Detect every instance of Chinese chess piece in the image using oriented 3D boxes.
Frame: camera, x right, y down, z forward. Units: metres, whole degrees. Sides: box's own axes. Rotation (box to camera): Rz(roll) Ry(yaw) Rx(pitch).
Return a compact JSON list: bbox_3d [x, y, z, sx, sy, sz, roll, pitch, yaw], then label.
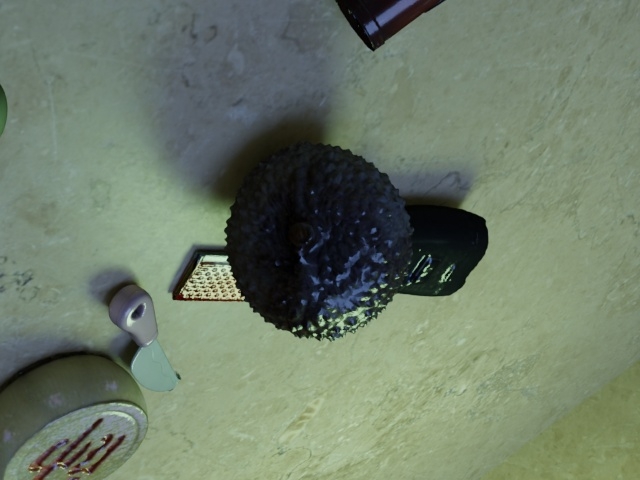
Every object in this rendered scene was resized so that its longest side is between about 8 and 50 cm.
[{"bbox_3d":[-0.412,0.302,1.777,0.270,0.112,0.270,-24,146,-18],"label":"Chinese chess piece"}]

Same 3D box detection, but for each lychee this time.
[{"bbox_3d":[0.004,-0.003,1.642,0.300,0.300,0.300,-24,144,-19],"label":"lychee"}]

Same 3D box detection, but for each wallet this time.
[{"bbox_3d":[-0.144,0.061,1.811,0.196,0.020,0.103,3,129,-44],"label":"wallet"}]

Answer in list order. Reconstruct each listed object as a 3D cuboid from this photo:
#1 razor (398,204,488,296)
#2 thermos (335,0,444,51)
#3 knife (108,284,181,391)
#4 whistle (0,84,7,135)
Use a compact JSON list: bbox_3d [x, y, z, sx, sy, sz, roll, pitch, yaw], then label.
[{"bbox_3d":[0.147,0.018,1.947,0.327,0.107,0.189,4,130,-43],"label":"razor"},{"bbox_3d":[0.139,-0.358,1.495,0.232,0.099,0.124,-36,142,-1],"label":"thermos"},{"bbox_3d":[-0.281,0.183,1.801,0.081,0.043,0.336,-49,153,-24],"label":"knife"},{"bbox_3d":[-0.412,-0.206,1.182,0.141,0.141,0.294,-15,121,-29],"label":"whistle"}]
